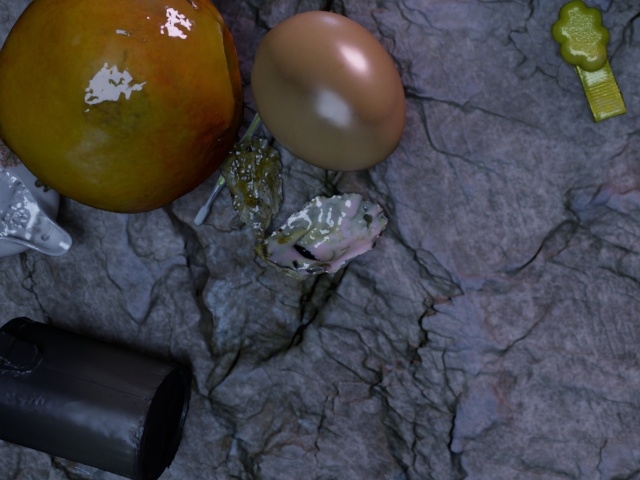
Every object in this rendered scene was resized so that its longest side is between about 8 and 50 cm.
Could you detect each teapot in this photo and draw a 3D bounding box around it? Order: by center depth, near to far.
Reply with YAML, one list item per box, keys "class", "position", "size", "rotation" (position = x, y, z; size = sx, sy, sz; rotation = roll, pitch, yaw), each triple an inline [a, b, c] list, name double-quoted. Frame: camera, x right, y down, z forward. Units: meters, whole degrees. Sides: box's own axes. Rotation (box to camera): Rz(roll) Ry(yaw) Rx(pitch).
- class: "teapot"
  position: [-0.539, -0.073, 1.287]
  size: [0.298, 0.139, 0.204]
  rotation: [28, 97, -23]

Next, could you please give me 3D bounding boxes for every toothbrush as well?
- class: "toothbrush"
  position: [-0.133, -0.133, 1.264]
  size: [0.022, 0.026, 0.262]
  rotation: [32, 106, 0]

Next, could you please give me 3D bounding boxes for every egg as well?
- class: "egg"
  position: [0.017, -0.200, 1.116]
  size: [0.201, 0.201, 0.244]
  rotation: [-49, 58, 17]

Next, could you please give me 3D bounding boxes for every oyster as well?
- class: "oyster"
  position: [0.007, 0.004, 1.237]
  size: [0.209, 0.072, 0.132]
  rotation: [-34, 62, 4]
- class: "oyster"
  position: [-0.111, -0.090, 1.254]
  size: [0.122, 0.045, 0.146]
  rotation: [29, 104, 3]

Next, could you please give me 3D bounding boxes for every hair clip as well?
- class: "hair clip"
  position: [0.372, -0.249, 1.111]
  size: [0.072, 0.046, 0.173]
  rotation: [-18, 94, 12]

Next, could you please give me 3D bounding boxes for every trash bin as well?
- class: "trash bin"
  position: [-0.387, 0.259, 1.308]
  size: [0.302, 0.202, 0.252]
  rotation: [15, 144, 9]

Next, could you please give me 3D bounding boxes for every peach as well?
- class: "peach"
  position: [-0.294, -0.209, 1.147]
  size: [0.373, 0.289, 0.372]
  rotation: [1, 135, 1]
